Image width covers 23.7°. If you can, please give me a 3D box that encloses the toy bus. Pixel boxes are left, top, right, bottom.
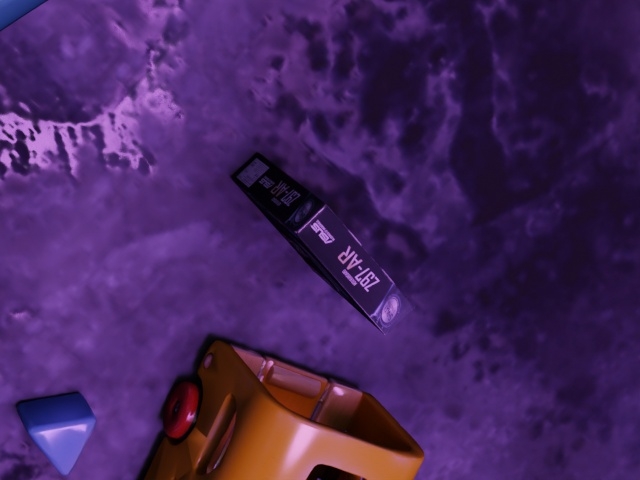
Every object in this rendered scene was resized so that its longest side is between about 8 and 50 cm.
[{"bbox_3d":[-0.037,0.151,0.695,0.191,0.104,0.202,-25,116,-12],"label":"toy bus"}]

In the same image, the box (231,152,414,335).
[{"bbox_3d":[0.000,0.000,0.666,0.018,0.083,0.067,-43,120,-4],"label":"box"}]

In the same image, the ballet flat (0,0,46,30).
[{"bbox_3d":[-0.093,-0.142,0.590,0.247,0.083,0.087,-28,93,-11],"label":"ballet flat"}]
